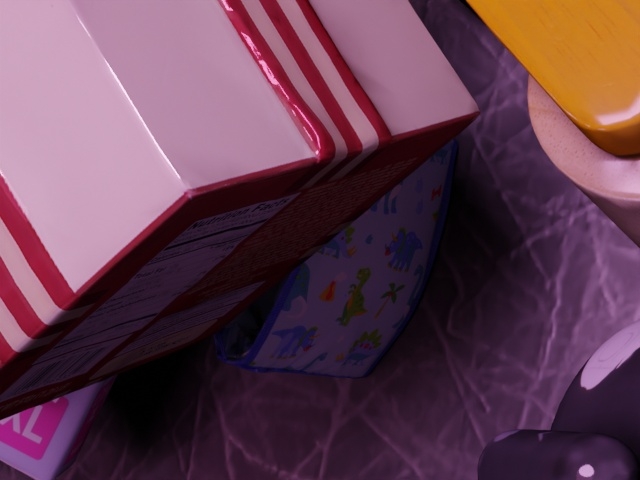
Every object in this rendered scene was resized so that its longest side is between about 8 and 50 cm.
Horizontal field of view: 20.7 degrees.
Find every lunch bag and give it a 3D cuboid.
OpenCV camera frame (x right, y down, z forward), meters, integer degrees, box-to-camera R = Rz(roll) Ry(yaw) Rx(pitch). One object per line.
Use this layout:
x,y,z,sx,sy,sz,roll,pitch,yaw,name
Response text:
0.000,0.000,0.969,0.096,0.129,0.151,8,88,36,lunch bag

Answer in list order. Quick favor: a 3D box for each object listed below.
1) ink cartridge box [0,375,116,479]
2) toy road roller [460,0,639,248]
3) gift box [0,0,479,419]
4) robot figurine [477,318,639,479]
-0.165,-0.036,1.011,0.186,0.065,0.311,28,100,3,ink cartridge box
0.169,-0.171,0.844,0.240,0.202,0.329,-39,60,12,toy road roller
-0.136,-0.076,0.801,0.276,0.255,0.258,-37,79,31,gift box
0.197,0.110,0.740,0.209,0.278,0.173,-32,94,-13,robot figurine
